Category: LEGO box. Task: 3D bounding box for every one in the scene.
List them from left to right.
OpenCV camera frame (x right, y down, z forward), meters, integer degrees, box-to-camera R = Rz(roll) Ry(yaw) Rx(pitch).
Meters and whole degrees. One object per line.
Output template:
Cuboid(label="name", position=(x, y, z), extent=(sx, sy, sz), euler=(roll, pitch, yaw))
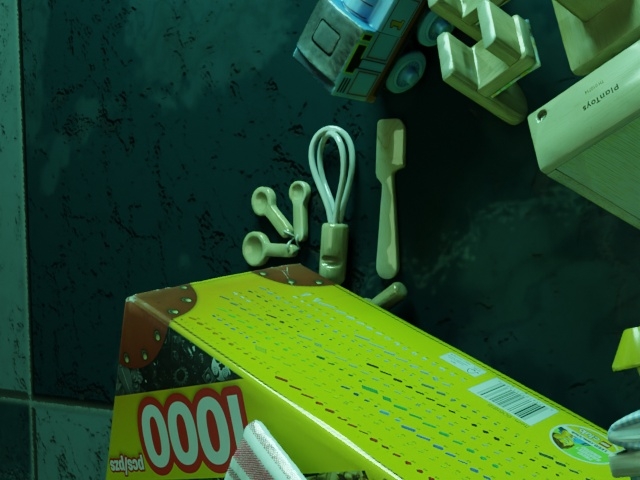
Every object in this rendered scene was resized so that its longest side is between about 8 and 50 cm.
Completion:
Cuboid(label="LEGO box", position=(0.052, 0.286, 0.676), extent=(0.500, 0.193, 0.373), euler=(26, 115, 40))

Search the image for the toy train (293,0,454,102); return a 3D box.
Cuboid(label="toy train", position=(0.060, -0.196, 0.749), extent=(0.080, 0.105, 0.184), euler=(49, 122, 31))

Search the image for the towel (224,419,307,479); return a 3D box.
Cuboid(label="towel", position=(-0.031, 0.232, 0.584), extent=(0.144, 0.029, 0.197), euler=(42, 122, 44))

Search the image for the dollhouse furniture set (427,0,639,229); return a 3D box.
Cuboid(label="dollhouse furniture set", position=(0.212, -0.135, 0.617), extent=(0.212, 0.161, 0.242), euler=(-35, 45, 38))

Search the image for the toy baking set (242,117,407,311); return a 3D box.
Cuboid(label="toy baking set", position=(0.002, 0.007, 0.857), extent=(0.256, 0.030, 0.197), euler=(-36, 67, 38))

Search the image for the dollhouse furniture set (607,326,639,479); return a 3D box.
Cuboid(label="dollhouse furniture set", position=(0.253, 0.019, 0.448), extent=(0.303, 0.286, 0.198), euler=(-16, 77, 33))
